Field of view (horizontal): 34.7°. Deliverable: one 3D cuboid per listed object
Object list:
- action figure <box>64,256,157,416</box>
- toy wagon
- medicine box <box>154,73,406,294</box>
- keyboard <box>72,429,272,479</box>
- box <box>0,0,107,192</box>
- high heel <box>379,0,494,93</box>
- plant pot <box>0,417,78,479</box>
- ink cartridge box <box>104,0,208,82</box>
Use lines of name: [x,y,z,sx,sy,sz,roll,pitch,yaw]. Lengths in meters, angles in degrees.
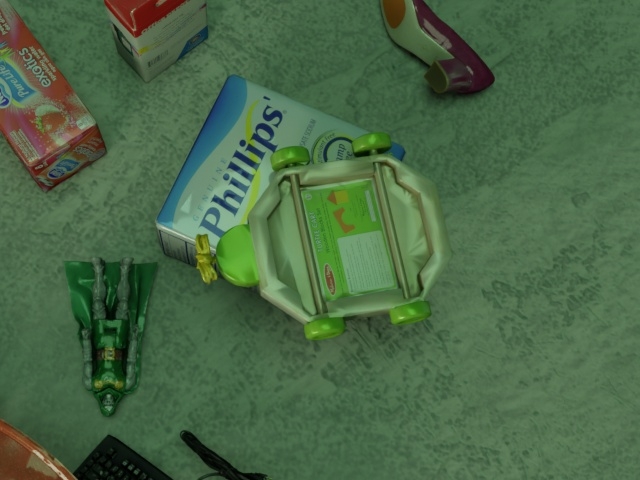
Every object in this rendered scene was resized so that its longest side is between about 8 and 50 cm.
action figure: [-0.307,0.141,1.499,0.137,0.063,0.232,-1,77,-8]
toy wagon: [0.000,0.000,1.402,0.345,0.068,0.267,-10,75,-7]
medicine box: [-0.059,-0.059,1.527,0.289,0.149,0.263,23,73,2]
keyboard: [-0.195,0.349,1.378,0.317,0.033,0.201,26,59,34]
box: [-0.449,-0.219,1.554,0.123,0.128,0.257,-35,80,-13]
high heel: [0.190,-0.341,1.678,0.117,0.082,0.244,-12,59,-37]
plant pot: [-0.441,0.398,1.261,0.272,0.272,0.265,37,54,6]
ink cartridge box: [-0.247,-0.349,1.553,0.134,0.231,0.078,-40,80,-14]
